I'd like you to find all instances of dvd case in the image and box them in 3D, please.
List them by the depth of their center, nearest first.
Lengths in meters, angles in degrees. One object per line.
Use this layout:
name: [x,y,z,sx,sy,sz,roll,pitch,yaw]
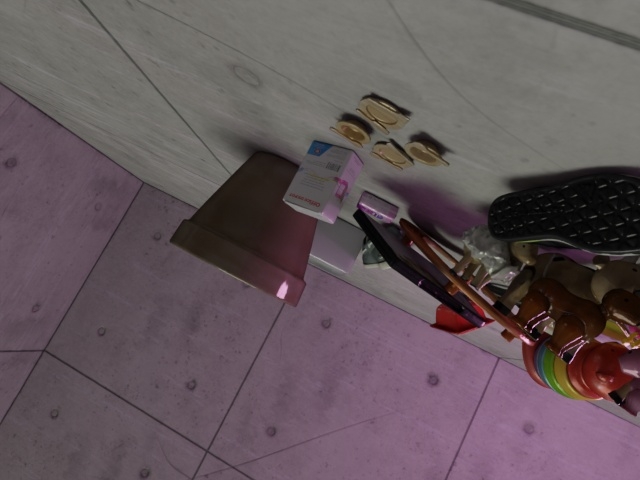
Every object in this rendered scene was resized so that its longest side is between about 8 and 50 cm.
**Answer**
dvd case: [0.177,0.049,0.828,0.253,0.022,0.180,34,-166,-31]

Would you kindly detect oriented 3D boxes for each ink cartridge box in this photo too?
ink cartridge box: [0.004,-0.101,0.798,0.089,0.122,0.052,22,170,33]

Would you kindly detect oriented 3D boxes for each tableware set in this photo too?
tableware set: [0.092,-0.140,0.639,0.141,0.020,0.169,30,171,-18]

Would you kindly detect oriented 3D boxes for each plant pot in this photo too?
plant pot: [-0.139,-0.041,1.078,0.323,0.280,0.323,26,172,4]

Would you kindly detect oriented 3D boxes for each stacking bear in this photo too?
stacking bear: [0.600,0.284,1.041,0.176,0.164,0.289,18,173,1]

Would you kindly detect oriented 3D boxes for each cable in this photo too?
cable: [0.462,0.156,1.060,0.139,0.072,0.287,30,174,-29]

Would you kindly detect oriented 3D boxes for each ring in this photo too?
ring: [0.272,0.079,0.890,0.337,0.032,0.336,38,-166,-11]

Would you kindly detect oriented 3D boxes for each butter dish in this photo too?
butter dish: [0.444,0.225,1.475,0.160,0.118,0.160,-14,-177,-19]

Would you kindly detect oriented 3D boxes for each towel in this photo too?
towel: [0.578,0.161,0.953,0.237,0.021,0.102,33,176,-40]

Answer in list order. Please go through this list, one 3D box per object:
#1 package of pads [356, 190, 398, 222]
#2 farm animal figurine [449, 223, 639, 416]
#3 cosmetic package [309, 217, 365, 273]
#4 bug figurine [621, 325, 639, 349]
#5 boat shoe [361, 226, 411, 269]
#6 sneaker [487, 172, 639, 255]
package of pads: [0.118,-0.068,0.958,0.083,0.032,0.050,27,169,1]
farm animal figurine: [0.389,0.099,0.642,0.330,0.172,0.327,36,-173,-22]
cosmetic package: [0.000,0.000,1.392,0.224,0.138,0.224,27,170,0]
bug figurine: [0.669,0.217,0.815,0.279,0.072,0.216,28,179,-41]
boat shoe: [0.165,0.015,1.211,0.319,0.116,0.099,174,77,-87]
sneaker: [0.304,-0.029,0.533,0.097,0.084,0.235,6,-177,-25]
